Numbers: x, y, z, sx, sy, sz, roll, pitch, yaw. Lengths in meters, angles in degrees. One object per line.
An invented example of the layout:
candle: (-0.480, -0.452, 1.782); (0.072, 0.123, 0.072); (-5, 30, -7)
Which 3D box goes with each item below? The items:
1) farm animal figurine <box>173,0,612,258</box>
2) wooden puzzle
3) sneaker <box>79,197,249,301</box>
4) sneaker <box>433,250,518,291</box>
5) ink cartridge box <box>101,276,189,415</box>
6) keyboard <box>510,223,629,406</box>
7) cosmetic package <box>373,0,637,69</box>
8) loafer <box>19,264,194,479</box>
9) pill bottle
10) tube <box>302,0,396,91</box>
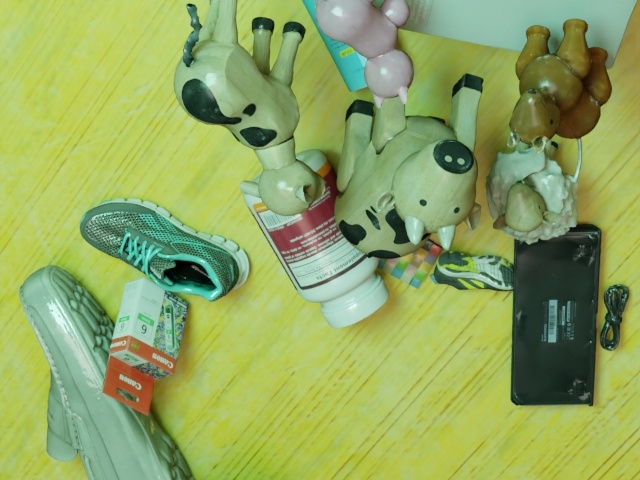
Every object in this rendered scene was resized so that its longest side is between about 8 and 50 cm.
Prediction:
farm animal figurine: (0.056, -0.068, 1.134); (0.330, 0.327, 0.172); (7, 71, 5)
wooden puzzle: (0.081, 0.014, 1.330); (0.083, 0.006, 0.049); (29, 112, -3)
sneaker: (-0.150, 0.011, 1.326); (0.166, 0.076, 0.065); (18, 111, 2)
sneaker: (0.144, 0.031, 1.318); (0.083, 0.031, 0.035); (15, 149, -10)
ink cartridge box: (-0.165, 0.100, 1.335); (0.029, 0.115, 0.063); (-17, 142, 39)
keyboard: (0.232, 0.071, 1.318); (0.108, 0.023, 0.180); (-1, 111, 2)
cosmetic package: (0.133, -0.228, 1.140); (0.238, 0.127, 0.107); (7, 129, -4)
loafer: (-0.223, 0.176, 1.382); (0.111, 0.112, 0.319); (-21, 107, 7)
pill bottle: (0.000, 0.000, 1.294); (0.086, 0.086, 0.152); (-25, 105, 17)
tube: (0.006, -0.233, 1.230); (0.080, 0.052, 0.207); (-25, 100, 8)
